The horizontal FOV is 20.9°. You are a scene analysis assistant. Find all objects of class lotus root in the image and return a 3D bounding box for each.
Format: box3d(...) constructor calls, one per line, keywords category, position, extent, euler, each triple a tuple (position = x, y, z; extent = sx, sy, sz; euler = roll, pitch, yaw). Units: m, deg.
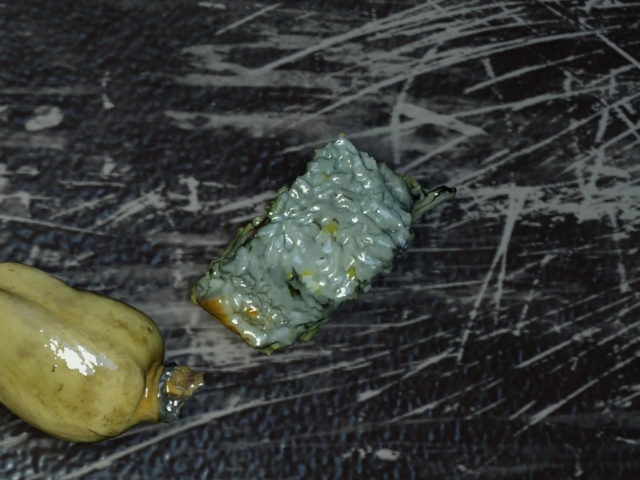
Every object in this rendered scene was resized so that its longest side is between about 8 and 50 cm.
box3d(category="lotus root", position=(-0.242, 0.106, 1.655), extent=(0.257, 0.140, 0.154), euler=(31, 36, 0))

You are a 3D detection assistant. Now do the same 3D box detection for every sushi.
box3d(category="sushi", position=(0.000, 0.000, 1.752), extent=(0.139, 0.184, 0.274), euler=(44, 62, -4))
